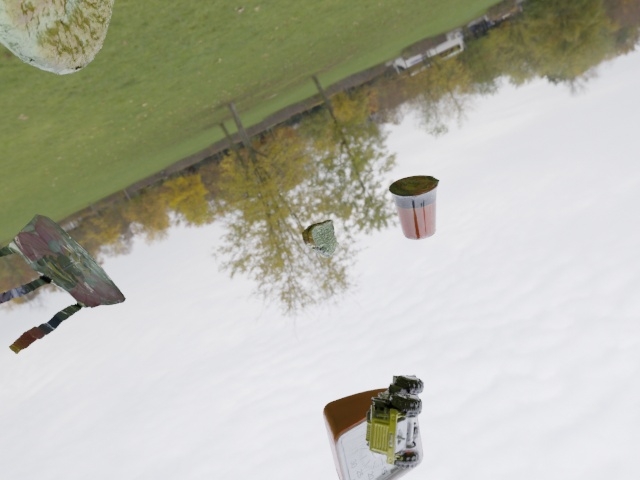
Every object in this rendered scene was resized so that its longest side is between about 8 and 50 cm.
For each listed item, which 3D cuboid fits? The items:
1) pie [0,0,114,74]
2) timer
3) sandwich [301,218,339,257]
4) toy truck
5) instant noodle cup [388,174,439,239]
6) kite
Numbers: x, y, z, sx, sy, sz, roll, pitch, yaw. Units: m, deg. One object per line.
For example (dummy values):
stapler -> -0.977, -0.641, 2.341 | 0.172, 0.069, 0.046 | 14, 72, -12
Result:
pie -> -0.338, -0.361, 0.575 | 0.070, 0.324, 0.323 | 13, -161, 1
timer -> 0.152, 0.541, 1.271 | 0.249, 0.258, 0.161 | -15, -160, -9
sandwich -> 0.000, 0.000, 1.156 | 0.035, 0.093, 0.104 | -13, -179, 40
toy truck -> 0.157, 0.360, 0.971 | 0.111, 0.137, 0.286 | 5, 180, 14
instant noodle cup -> 0.243, -0.081, 1.182 | 0.127, 0.136, 0.127 | -11, -152, 6
kite -> -0.387, 0.054, 0.670 | 0.022, 0.204, 0.360 | -40, -166, 0
